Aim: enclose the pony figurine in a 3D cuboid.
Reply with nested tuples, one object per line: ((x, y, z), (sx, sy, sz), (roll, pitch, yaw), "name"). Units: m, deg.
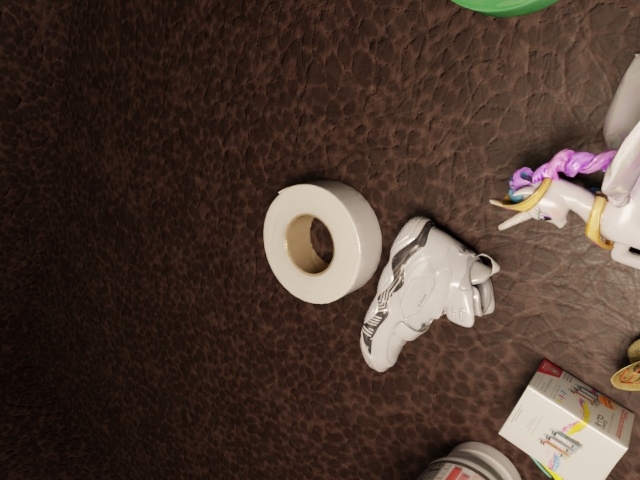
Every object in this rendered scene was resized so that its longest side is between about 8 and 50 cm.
((0.475, -0.086, 0.730), (0.363, 0.303, 0.351), (29, 128, 13), "pony figurine")

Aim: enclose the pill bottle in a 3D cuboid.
((0.252, 0.556, 0.975), (0.210, 0.362, 0.211), (11, 108, 36), "pill bottle")

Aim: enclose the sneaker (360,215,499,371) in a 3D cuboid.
((0.220, 0.150, 1.040), (0.210, 0.137, 0.366), (29, 114, 32), "sneaker")

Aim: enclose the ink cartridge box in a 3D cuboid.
((0.447, 0.335, 0.920), (0.176, 0.128, 0.128), (32, 119, 26), "ink cartridge box")

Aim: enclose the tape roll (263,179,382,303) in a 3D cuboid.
((0.000, 0.000, 1.197), (0.286, 0.100, 0.287), (11, 108, 36), "tape roll")

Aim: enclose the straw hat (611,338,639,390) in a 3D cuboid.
((0.553, 0.194, 0.842), (0.144, 0.144, 0.061), (-38, 36, 37), "straw hat")

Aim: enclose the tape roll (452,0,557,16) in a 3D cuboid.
((0.320, -0.543, 0.827), (0.321, 0.077, 0.322), (10, 107, 35), "tape roll")

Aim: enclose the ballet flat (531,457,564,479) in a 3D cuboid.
((0.473, 0.444, 0.974), (0.077, 0.077, 0.231), (-37, 81, 16), "ballet flat")
